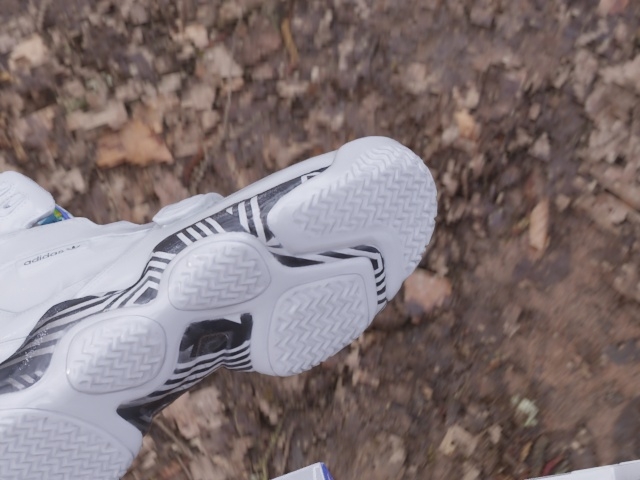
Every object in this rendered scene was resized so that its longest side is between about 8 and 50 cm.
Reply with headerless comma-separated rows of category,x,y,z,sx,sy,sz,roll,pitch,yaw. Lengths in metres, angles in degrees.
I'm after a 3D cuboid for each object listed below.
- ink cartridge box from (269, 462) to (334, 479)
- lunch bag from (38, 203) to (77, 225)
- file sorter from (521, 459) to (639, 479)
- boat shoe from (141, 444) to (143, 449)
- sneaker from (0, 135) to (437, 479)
ink cartridge box,0.016,0.219,0.739,0.046,0.097,0.207,-22,44,5
lunch bag,-0.180,0.047,1.209,0.096,0.129,0.151,-32,44,18
file sorter,0.213,0.336,1.603,0.277,0.193,0.173,-13,79,24
boat shoe,-0.272,0.180,1.551,0.103,0.285,0.092,34,80,26
sneaker,-0.115,0.015,0.996,0.365,0.137,0.210,-34,45,-3
